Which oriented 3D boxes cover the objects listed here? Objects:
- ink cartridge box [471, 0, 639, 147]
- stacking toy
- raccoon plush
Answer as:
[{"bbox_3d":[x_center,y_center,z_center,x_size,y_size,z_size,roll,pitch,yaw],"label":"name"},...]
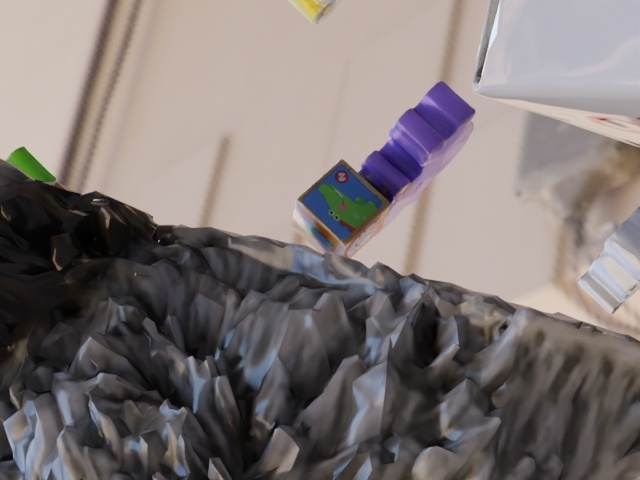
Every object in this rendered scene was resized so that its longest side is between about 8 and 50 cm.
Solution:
[{"bbox_3d":[0.158,-0.041,0.341,0.212,0.154,0.093,16,-95,-30],"label":"ink cartridge box"},{"bbox_3d":[0.000,0.000,0.649,0.221,0.052,0.167,-41,-102,-19],"label":"stacking toy"},{"bbox_3d":[-0.052,0.148,0.479,0.446,0.216,0.299,17,-95,6],"label":"raccoon plush"}]
